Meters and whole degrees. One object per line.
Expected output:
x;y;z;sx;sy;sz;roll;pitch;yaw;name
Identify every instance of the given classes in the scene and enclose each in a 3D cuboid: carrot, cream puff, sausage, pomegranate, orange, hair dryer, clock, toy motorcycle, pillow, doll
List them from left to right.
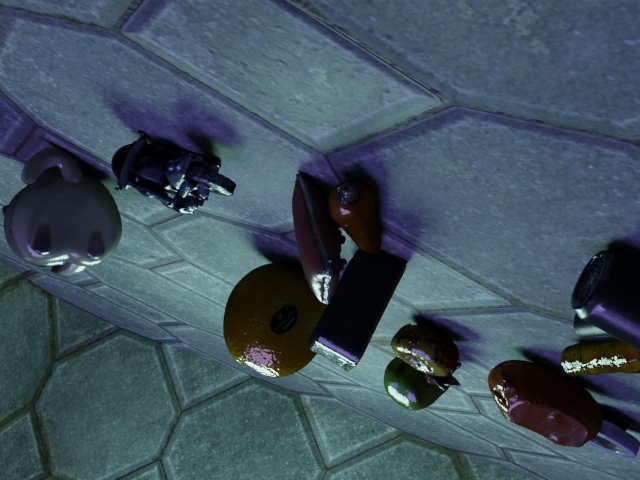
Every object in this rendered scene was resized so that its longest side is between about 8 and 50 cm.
-0.543;-0.036;2.041;0.215;0.226;0.370;-8;171;-23;doll
-0.245;-0.108;1.586;0.159;0.106;0.270;24;169;-25;toy motorcycle
-0.090;0.162;2.018;0.236;0.236;0.236;22;164;6;orange
0.000;0.000;1.530;0.075;0.171;0.179;-12;161;-3;pillow
0.060;-0.025;1.497;0.069;0.069;0.336;19;168;14;carrot
0.229;0.298;2.169;0.131;0.152;0.191;55;157;-1;pomegranate
0.219;0.220;2.030;0.149;0.084;0.149;24;161;9;cream puff
0.449;0.319;1.952;0.258;0.133;0.133;27;164;-14;sausage
0.600;0.402;2.120;0.198;0.064;0.172;21;164;7;clock
0.408;0.107;1.392;0.189;0.107;0.352;27;170;-3;hair dryer
0.471;0.188;1.605;0.070;0.070;0.260;26;165;-9;carrot

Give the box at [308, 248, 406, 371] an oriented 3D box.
0.060;0.118;1.713;0.090;0.201;0.144;27;165;0;box
